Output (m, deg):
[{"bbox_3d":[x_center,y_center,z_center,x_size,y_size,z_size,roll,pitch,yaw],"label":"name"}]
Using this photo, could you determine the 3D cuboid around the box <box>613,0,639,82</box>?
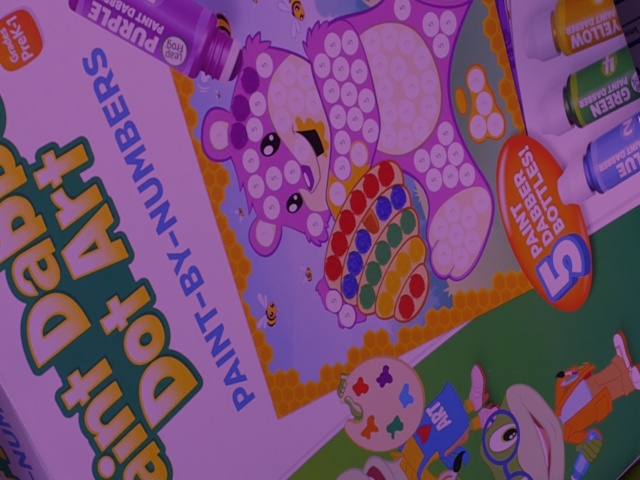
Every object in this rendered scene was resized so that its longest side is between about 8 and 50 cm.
[{"bbox_3d":[0.105,-0.104,0.659,0.072,0.126,0.137,-40,96,-25],"label":"box"}]

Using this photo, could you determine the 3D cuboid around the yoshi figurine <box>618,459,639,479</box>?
[{"bbox_3d":[0.141,0.164,0.590,0.362,0.203,0.203,-24,102,-11],"label":"yoshi figurine"}]

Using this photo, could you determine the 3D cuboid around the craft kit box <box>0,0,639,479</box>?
[{"bbox_3d":[0.000,0.000,0.570,0.246,0.061,0.250,-38,118,-30],"label":"craft kit box"}]
